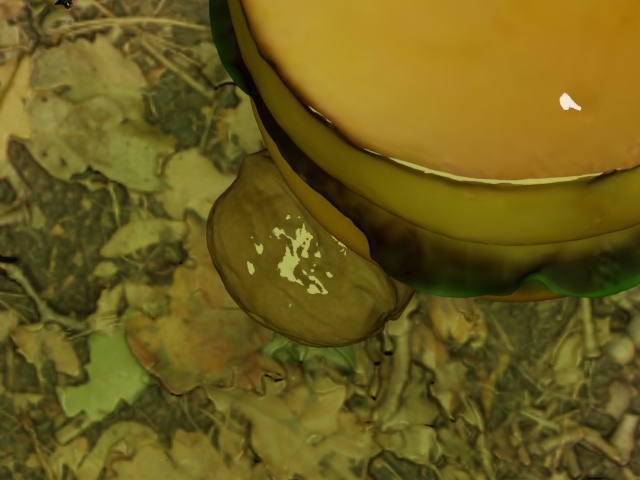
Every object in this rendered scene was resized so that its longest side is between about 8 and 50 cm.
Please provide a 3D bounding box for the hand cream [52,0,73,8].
[{"bbox_3d":[-0.215,-0.221,1.463,0.030,0.019,0.093,-27,88,16],"label":"hand cream"}]

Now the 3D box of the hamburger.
[{"bbox_3d":[0.135,-0.147,1.252,0.395,0.277,0.396,-1,73,4],"label":"hamburger"}]

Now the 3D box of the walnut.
[{"bbox_3d":[0.000,0.000,1.400,0.166,0.149,0.167,0,88,-11],"label":"walnut"}]
